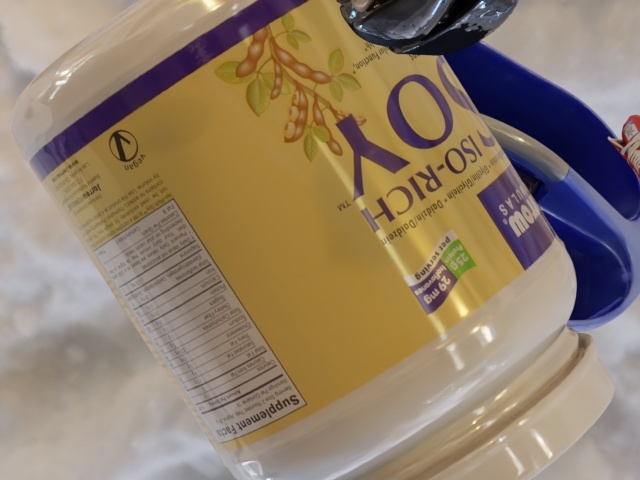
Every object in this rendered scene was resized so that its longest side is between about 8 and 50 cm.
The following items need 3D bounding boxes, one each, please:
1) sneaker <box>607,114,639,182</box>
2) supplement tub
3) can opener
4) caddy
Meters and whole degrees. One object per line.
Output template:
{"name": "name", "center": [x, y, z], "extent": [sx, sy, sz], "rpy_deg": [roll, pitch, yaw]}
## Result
{"name": "sneaker", "center": [0.251, -0.066, 1.311], "extent": [0.042, 0.118, 0.067], "rpy_deg": [-36, 84, 12]}
{"name": "supplement tub", "center": [0.000, 0.000, 1.012], "extent": [0.241, 0.241, 0.331], "rpy_deg": [-31, 94, 40]}
{"name": "can opener", "center": [0.065, -0.133, 0.701], "extent": [0.186, 0.073, 0.059], "rpy_deg": [-39, 62, 53]}
{"name": "caddy", "center": [0.125, -0.045, 1.455], "extent": [0.341, 0.241, 0.179], "rpy_deg": [27, 144, -18]}
